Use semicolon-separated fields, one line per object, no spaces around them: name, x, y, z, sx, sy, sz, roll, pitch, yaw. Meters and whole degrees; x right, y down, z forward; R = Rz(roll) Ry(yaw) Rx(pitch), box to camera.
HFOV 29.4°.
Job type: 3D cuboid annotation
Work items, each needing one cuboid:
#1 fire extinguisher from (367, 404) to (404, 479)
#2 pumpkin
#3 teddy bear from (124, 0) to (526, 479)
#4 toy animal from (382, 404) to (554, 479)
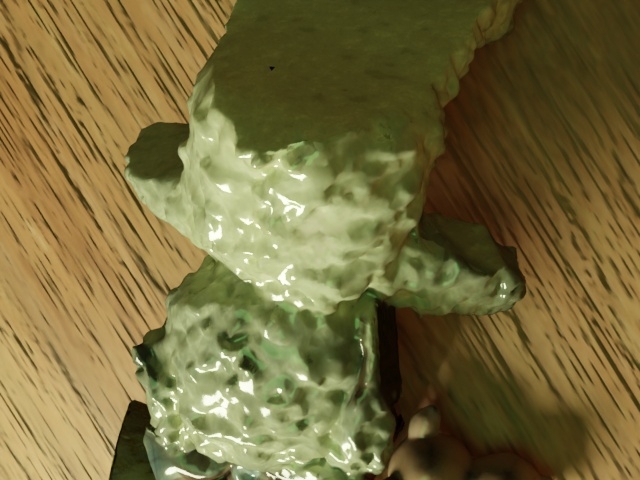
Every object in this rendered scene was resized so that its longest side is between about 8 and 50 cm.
fire extinguisher;-0.058;0.262;1.079;0.147;0.106;0.337;42;113;39
pumpkin;-0.144;0.248;1.054;0.110;0.217;0.217;8;105;-10
teddy bear;0.000;0.000;0.946;0.327;0.375;0.362;12;133;14
toy animal;0.121;0.200;1.013;0.150;0.083;0.089;12;133;0
